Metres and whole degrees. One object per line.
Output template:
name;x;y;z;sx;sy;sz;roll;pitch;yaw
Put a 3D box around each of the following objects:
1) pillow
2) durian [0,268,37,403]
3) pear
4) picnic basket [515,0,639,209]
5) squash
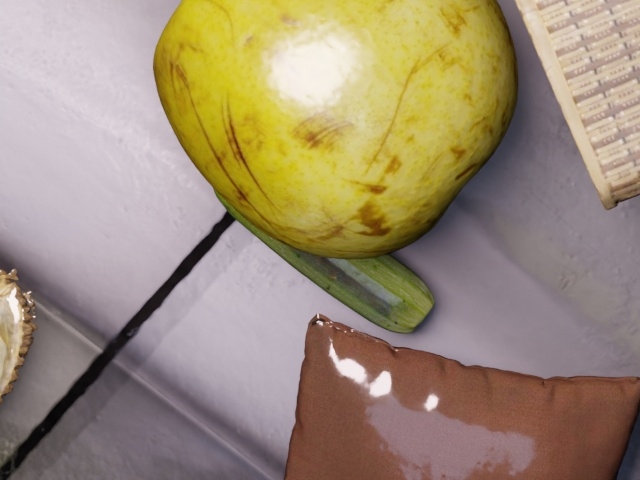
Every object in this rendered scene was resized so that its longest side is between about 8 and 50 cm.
pillow;0.111;0.234;1.442;0.308;0.108;0.305;11;109;-3
durian;-0.322;0.084;1.414;0.188;0.091;0.148;-27;92;8
pear;0.013;-0.125;1.253;0.283;0.283;0.283;0;107;1
picnic basket;0.237;-0.205;1.248;0.175;0.228;0.313;-23;105;10
squash;0.000;0.000;1.397;0.229;0.066;0.066;38;104;-10
